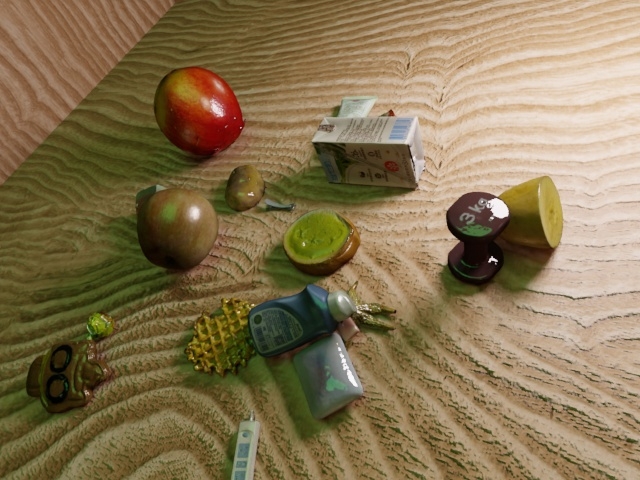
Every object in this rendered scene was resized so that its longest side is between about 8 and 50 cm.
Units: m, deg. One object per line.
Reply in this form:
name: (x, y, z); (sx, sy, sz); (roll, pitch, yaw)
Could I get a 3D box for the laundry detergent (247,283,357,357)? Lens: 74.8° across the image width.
laundry detergent: (-0.045, 0.196, 1.069); (0.289, 0.094, 0.143); (-23, 72, 21)

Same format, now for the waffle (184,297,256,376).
waffle: (-0.273, 0.268, 1.189); (0.228, 0.051, 0.232); (7, 58, 23)

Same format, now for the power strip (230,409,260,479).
power strip: (-0.175, 0.499, 0.983); (0.047, 0.030, 0.191); (-8, 52, 16)

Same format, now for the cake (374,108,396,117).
cake: (0.225, -0.419, 1.466); (0.086, 0.117, 0.220); (-23, 50, 13)

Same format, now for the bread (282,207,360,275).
bread: (0.000, 0.000, 1.268); (0.236, 0.070, 0.236); (-12, 50, 14)

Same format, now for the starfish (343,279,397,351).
starfish: (0.091, 0.200, 1.100); (0.223, 0.050, 0.217); (-2, 62, 28)

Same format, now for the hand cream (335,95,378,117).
hand cream: (0.106, -0.446, 1.553); (0.147, 0.093, 0.306); (6, 55, 24)

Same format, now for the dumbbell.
dumbbell: (0.375, -0.001, 1.009); (0.140, 0.225, 0.124); (-41, 53, -14)

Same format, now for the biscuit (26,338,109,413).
biscuit: (-0.764, 0.406, 1.254); (0.290, 0.041, 0.209); (-10, 70, 14)

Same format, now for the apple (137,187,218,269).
apple: (-0.467, -0.033, 1.367); (0.256, 0.257, 0.234); (-4, 55, 19)

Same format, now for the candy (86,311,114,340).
candy: (-0.754, 0.347, 1.324); (0.077, 0.073, 0.262); (29, 74, 13)

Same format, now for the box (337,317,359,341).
box: (0.052, 0.202, 1.074); (0.048, 0.025, 0.115); (-40, 55, 5)

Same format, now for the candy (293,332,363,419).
candy: (0.014, 0.323, 1.011); (0.138, 0.071, 0.174); (-31, 49, 5)

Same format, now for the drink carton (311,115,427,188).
drink carton: (0.160, -0.283, 1.336); (0.324, 0.194, 0.132); (8, 56, 27)

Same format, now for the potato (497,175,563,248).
potato: (0.506, -0.064, 1.056); (0.158, 0.178, 0.203); (-6, 37, 45)

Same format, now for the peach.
peach: (-0.482, -0.516, 1.702); (0.370, 0.370, 0.370); (-11, 51, 14)

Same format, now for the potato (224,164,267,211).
potato: (-0.285, -0.204, 1.538); (0.164, 0.081, 0.200); (-14, 53, 11)

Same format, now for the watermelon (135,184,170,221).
watermelon: (-0.595, -0.071, 1.553); (0.192, 0.140, 0.257); (-14, 58, 22)

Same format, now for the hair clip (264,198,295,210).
hair clip: (-0.142, -0.122, 1.442); (0.115, 0.039, 0.030); (4, 61, 22)
